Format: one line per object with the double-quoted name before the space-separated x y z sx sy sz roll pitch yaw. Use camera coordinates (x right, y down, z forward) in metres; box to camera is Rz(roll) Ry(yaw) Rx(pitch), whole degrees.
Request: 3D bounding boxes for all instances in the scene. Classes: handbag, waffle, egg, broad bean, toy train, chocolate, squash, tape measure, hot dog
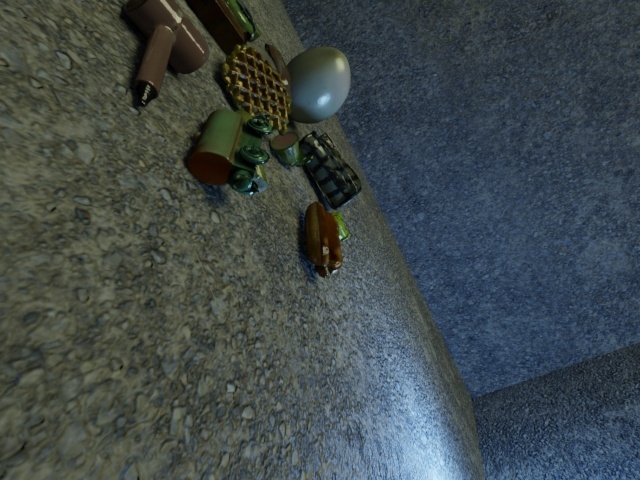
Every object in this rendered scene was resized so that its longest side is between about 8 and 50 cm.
"handbag" 0.043 -0.308 1.964 0.327 0.162 0.325 55 13 -4
"waffle" -0.199 -0.485 1.463 0.301 0.058 0.282 36 51 -42
"egg" -0.020 -0.654 1.902 0.283 0.345 0.283 19 57 -32
"broad bean" -0.093 -0.326 1.714 0.213 0.070 0.048 5 52 -61
"toy train" -0.209 -0.215 1.054 0.177 0.116 0.285 16 36 -13
"chocolate" -0.161 -0.638 1.784 0.161 0.083 0.261 115 -37 -56
"squash" -0.199 -0.249 1.226 0.083 0.083 0.250 32 38 -62
"tape measure" -0.311 -0.837 1.708 0.200 0.106 0.175 53 16 -29
"squash" -0.112 -0.303 1.600 0.132 0.105 0.105 72 5 -47
"hot dog" 0.000 0.000 1.450 0.135 0.100 0.337 45 22 -29

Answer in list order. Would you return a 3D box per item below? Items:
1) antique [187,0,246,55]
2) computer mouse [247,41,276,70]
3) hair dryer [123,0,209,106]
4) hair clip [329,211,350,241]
"antique" -0.364 -0.766 1.473 0.310 0.087 0.093 49 23 -45
"computer mouse" -0.214 -0.588 1.626 0.184 0.121 0.297 38 29 -60
"hair dryer" -0.347 -0.389 0.981 0.189 0.106 0.344 50 30 -47
"hair clip" 0.072 -0.064 1.823 0.173 0.072 0.046 51 10 -52
